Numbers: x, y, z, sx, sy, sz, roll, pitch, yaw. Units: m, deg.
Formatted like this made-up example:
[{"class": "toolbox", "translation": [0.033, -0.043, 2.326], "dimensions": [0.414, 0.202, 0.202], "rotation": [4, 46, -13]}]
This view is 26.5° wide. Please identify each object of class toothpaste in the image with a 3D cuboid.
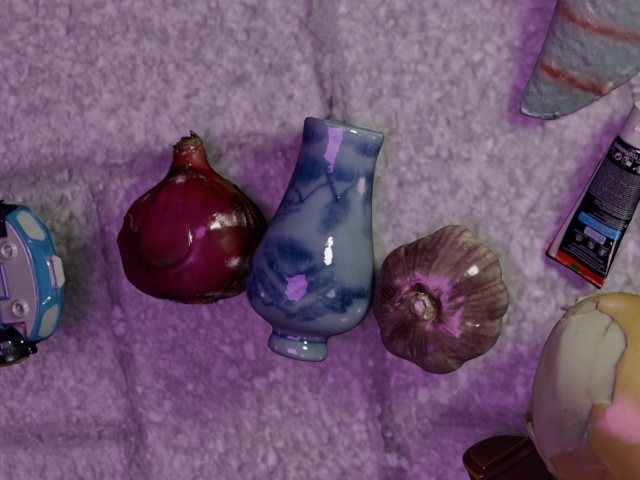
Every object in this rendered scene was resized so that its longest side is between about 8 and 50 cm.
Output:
[{"class": "toothpaste", "translation": [0.295, -0.048, 1.383], "dimensions": [0.071, 0.045, 0.193], "rotation": [33, 117, 24]}]

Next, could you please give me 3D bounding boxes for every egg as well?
[{"class": "egg", "translation": [0.315, 0.166, 1.321], "dimensions": [0.244, 0.201, 0.201], "rotation": [32, 110, 14]}]

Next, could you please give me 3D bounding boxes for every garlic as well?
[{"class": "garlic", "translation": [0.124, 0.067, 1.441], "dimensions": [0.147, 0.102, 0.159], "rotation": [37, 109, 8]}]

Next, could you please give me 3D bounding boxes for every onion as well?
[{"class": "onion", "translation": [-0.153, -0.023, 1.530], "dimensions": [0.173, 0.135, 0.198], "rotation": [-9, 93, 22]}]

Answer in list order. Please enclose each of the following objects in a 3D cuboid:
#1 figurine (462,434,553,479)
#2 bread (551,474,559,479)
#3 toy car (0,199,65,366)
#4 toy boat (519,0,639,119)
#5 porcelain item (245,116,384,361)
[{"class": "figurine", "translation": [0.200, 0.285, 1.460], "dimensions": [0.098, 0.082, 0.154], "rotation": [7, 121, 60]}, {"class": "bread", "translation": [0.283, 0.235, 1.443], "dimensions": [0.110, 0.024, 0.110], "rotation": [4, 102, 22]}, {"class": "toy car", "translation": [-0.427, 0.052, 1.644], "dimensions": [0.314, 0.166, 0.198], "rotation": [-9, 96, 25]}, {"class": "toy boat", "translation": [0.283, -0.236, 1.339], "dimensions": [0.206, 0.096, 0.282], "rotation": [18, 116, 5]}, {"class": "porcelain item", "translation": [0.000, 0.000, 1.473], "dimensions": [0.141, 0.141, 0.259], "rotation": [14, 94, 21]}]
